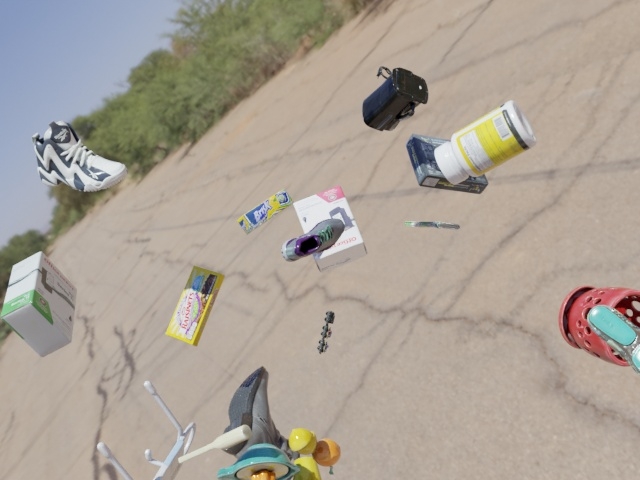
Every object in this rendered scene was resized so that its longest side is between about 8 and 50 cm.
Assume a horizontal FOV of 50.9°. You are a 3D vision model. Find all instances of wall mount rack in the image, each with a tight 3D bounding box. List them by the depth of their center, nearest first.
[{"bbox_3d":[-0.426,0.534,1.635,0.350,0.130,0.304,-61,-13,-54],"label":"wall mount rack"}]

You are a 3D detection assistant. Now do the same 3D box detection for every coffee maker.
[{"bbox_3d":[0.197,-0.415,1.956,0.178,0.171,0.120,-37,22,51],"label":"coffee maker"}]

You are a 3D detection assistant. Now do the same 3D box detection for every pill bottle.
[{"bbox_3d":[0.376,-0.220,1.550,0.208,0.119,0.119,-29,23,29],"label":"pill bottle"}]

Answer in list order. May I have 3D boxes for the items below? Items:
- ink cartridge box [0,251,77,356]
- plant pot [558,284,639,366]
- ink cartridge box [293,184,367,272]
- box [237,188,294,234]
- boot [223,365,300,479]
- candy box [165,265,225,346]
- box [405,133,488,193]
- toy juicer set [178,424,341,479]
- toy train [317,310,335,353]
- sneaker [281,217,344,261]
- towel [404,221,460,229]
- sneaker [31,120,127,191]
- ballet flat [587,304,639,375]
[{"bbox_3d":[-0.667,0.148,1.610,0.087,0.153,0.208,-28,37,3],"label":"ink cartridge box"},{"bbox_3d":[0.718,0.209,1.703,0.191,0.191,0.174,-52,21,-14],"label":"plant pot"},{"bbox_3d":[0.032,-0.038,2.219,0.172,0.100,0.237,-22,61,1],"label":"ink cartridge box"},{"bbox_3d":[-0.163,-0.086,2.004,0.169,0.054,0.059,-37,2,-31],"label":"box"},{"bbox_3d":[-0.154,0.536,1.935,0.118,0.222,0.338,-42,18,30],"label":"boot"},{"bbox_3d":[-0.343,0.177,1.843,0.105,0.027,0.206,13,76,34],"label":"candy box"},{"bbox_3d":[0.401,-0.243,2.142,0.059,0.232,0.183,121,146,-46],"label":"box"},{"bbox_3d":[-0.104,0.463,1.403,0.209,0.329,0.089,-48,37,39],"label":"toy juicer set"},{"bbox_3d":[0.022,0.328,2.394,0.027,0.036,0.158,17,94,57],"label":"toy train"},{"bbox_3d":[0.000,0.000,1.915,0.223,0.083,0.098,-31,12,-30],"label":"sneaker"},{"bbox_3d":[0.369,-0.047,2.226,0.152,0.113,0.023,2,87,50],"label":"towel"},{"bbox_3d":[-0.570,-0.204,1.560,0.235,0.153,0.094,9,41,24],"label":"sneaker"},{"bbox_3d":[0.537,0.183,1.142,0.070,0.070,0.188,-44,58,10],"label":"ballet flat"}]
